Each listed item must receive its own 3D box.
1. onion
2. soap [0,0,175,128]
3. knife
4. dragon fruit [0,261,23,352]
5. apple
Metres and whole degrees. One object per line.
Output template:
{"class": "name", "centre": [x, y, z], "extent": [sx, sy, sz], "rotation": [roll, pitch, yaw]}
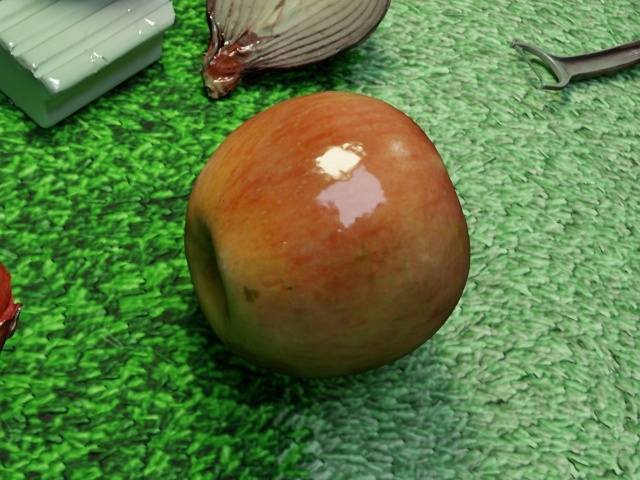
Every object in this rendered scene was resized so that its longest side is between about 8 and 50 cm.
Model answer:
{"class": "onion", "centre": [-0.071, -0.366, 1.897], "extent": [0.349, 0.159, 0.267], "rotation": [-42, 108, 0]}
{"class": "soap", "centre": [-0.337, -0.301, 1.792], "extent": [0.173, 0.095, 0.289], "rotation": [42, 54, 11]}
{"class": "knife", "centre": [0.447, -0.306, 2.091], "extent": [0.278, 0.053, 0.123], "rotation": [-12, 58, -26]}
{"class": "dragon fruit", "centre": [-0.468, 0.089, 1.415], "extent": [0.252, 0.241, 0.241], "rotation": [-35, 71, 0]}
{"class": "apple", "centre": [0.000, 0.000, 1.560], "extent": [0.364, 0.364, 0.364], "rotation": [9, 56, -13]}
